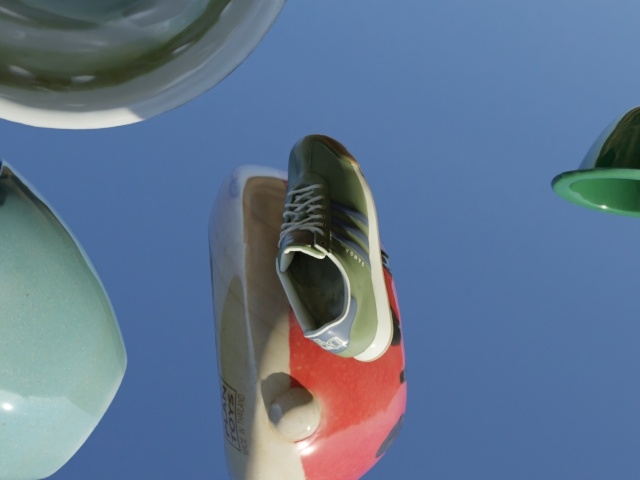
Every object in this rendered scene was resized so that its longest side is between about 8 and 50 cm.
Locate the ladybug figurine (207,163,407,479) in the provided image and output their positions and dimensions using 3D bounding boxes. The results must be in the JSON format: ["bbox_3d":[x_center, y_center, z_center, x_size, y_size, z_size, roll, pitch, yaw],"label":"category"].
[{"bbox_3d":[-0.015,0.087,1.810,0.162,0.305,0.449,-4,-161,-3],"label":"ladybug figurine"}]

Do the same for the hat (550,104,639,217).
[{"bbox_3d":[0.315,-0.125,1.894,0.173,0.183,0.208,4,169,15],"label":"hat"}]

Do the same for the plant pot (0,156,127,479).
[{"bbox_3d":[-0.286,0.101,1.749,0.195,0.290,0.290,37,-153,-15],"label":"plant pot"}]

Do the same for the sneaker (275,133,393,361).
[{"bbox_3d":[0.000,0.000,1.571,0.086,0.064,0.192,10,-118,-54],"label":"sneaker"}]

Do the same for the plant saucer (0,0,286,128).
[{"bbox_3d":[-0.186,-0.276,1.379,0.400,0.400,0.100,35,-148,-2],"label":"plant saucer"}]
